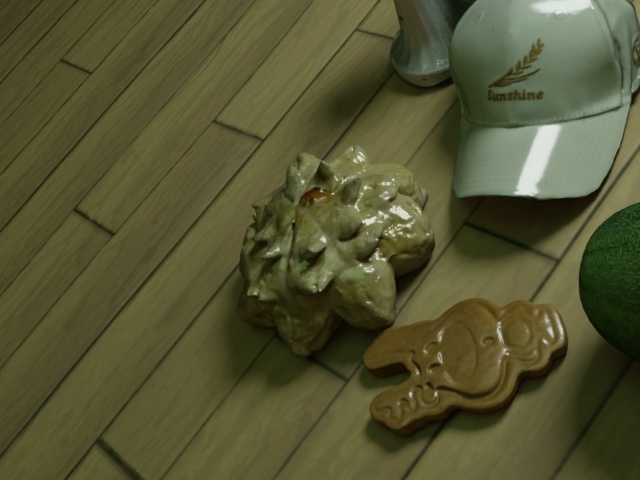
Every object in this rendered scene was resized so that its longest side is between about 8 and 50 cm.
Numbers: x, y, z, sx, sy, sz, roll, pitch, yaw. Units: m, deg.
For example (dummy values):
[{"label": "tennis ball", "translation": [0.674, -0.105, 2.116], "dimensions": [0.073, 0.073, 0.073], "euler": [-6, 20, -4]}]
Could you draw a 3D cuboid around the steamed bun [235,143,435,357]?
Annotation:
[{"label": "steamed bun", "translation": [0.000, 0.000, 1.179], "dimensions": [0.295, 0.137, 0.292], "euler": [-31, 45, 7]}]

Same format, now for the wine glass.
[{"label": "wine glass", "translation": [0.140, -0.339, 1.315], "dimensions": [0.165, 0.196, 0.165], "euler": [-20, 46, 23]}]

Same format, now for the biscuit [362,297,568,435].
[{"label": "biscuit", "translation": [0.159, 0.133, 1.036], "dimensions": [0.236, 0.040, 0.144], "euler": [-23, 51, 20]}]

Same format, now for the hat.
[{"label": "hat", "translation": [0.242, -0.183, 1.136], "dimensions": [0.258, 0.168, 0.301], "euler": [0, 56, 35]}]

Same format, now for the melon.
[{"label": "melon", "translation": [0.378, 0.047, 0.846], "dimensions": [0.288, 0.182, 0.182], "euler": [12, 63, 42]}]
